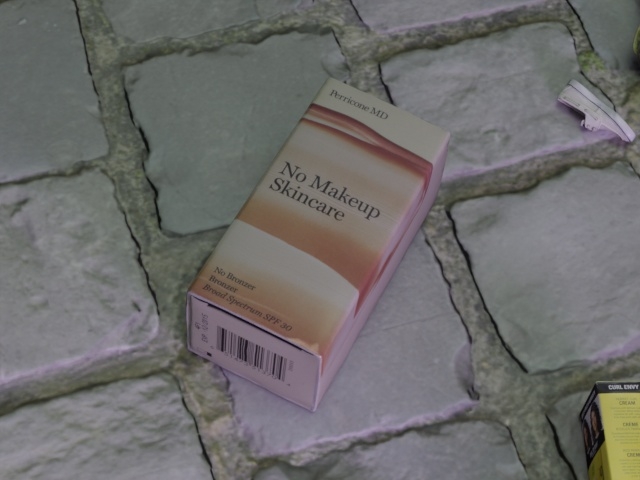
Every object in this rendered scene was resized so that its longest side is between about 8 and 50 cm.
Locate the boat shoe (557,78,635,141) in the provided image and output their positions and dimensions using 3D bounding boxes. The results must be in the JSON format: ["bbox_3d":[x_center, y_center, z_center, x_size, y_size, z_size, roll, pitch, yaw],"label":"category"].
[{"bbox_3d":[0.310,-0.139,1.609,0.100,0.035,0.035,43,91,14],"label":"boat shoe"}]

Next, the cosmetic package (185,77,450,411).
[{"bbox_3d":[0.000,0.000,1.432,0.153,0.129,0.296,24,59,10],"label":"cosmetic package"}]

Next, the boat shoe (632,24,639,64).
[{"bbox_3d":[0.412,-0.216,1.618,0.091,0.109,0.305,-2,63,-13],"label":"boat shoe"}]

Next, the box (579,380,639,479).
[{"bbox_3d":[0.292,0.253,1.337,0.058,0.087,0.232,-1,60,-4],"label":"box"}]
